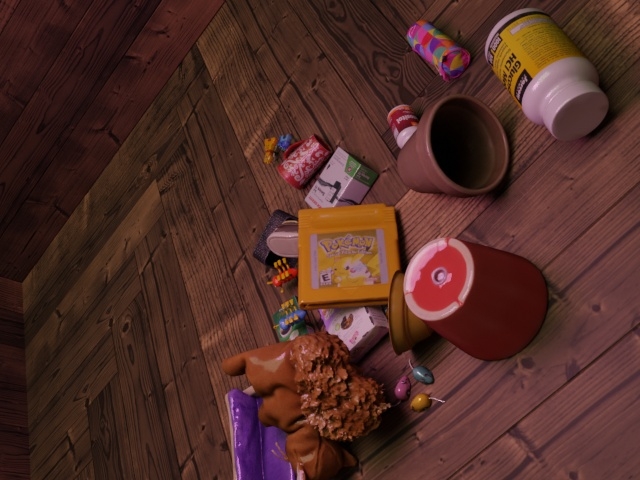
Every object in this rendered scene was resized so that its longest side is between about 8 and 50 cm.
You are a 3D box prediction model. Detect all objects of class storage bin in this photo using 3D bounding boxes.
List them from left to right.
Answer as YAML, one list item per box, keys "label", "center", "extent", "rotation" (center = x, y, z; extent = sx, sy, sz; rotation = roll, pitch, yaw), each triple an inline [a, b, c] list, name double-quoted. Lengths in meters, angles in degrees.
- label: "storage bin"
  center: [-0.123, 0.004, 2.300]
  extent: [0.084, 0.122, 0.180]
  rotation: [33, 96, 50]

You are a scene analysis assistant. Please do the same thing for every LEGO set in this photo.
- label: "LEGO set"
  center: [-0.147, -0.313, 2.515]
  extent: [0.227, 0.087, 0.093]
  rotation: [-1, 70, 49]

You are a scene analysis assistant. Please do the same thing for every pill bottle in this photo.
- label: "pill bottle"
  center: [0.256, -0.320, 2.069]
  extent: [0.086, 0.086, 0.152]
  rotation: [-41, 46, 27]
- label: "pill bottle"
  center: [0.546, -0.399, 1.705]
  extent: [0.188, 0.188, 0.334]
  rotation: [-43, 44, 25]

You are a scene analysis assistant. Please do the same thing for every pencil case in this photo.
- label: "pencil case"
  center: [0.345, -0.566, 2.088]
  extent: [0.104, 0.104, 0.236]
  rotation: [-49, 40, 19]

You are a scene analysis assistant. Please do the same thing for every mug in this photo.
- label: "mug"
  center: [-0.060, -0.281, 2.372]
  extent: [0.169, 0.113, 0.150]
  rotation: [-44, 76, 19]

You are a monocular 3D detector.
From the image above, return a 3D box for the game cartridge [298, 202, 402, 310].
- label: "game cartridge"
  center: [0.078, 0.038, 1.969]
  extent: [0.285, 0.052, 0.323]
  rotation: [-5, 56, 4]

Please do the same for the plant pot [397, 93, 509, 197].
- label: "plant pot"
  center: [0.323, -0.219, 1.851]
  extent: [0.229, 0.263, 0.263]
  rotation: [-25, 52, 61]

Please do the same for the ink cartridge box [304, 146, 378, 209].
- label: "ink cartridge box"
  center: [0.062, -0.164, 2.205]
  extent: [0.208, 0.087, 0.153]
  rotation: [-57, 39, 11]

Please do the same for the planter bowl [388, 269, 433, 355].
- label: "planter bowl"
  center: [0.240, 0.182, 1.776]
  extent: [0.090, 0.217, 0.217]
  rotation: [-1, 68, 19]

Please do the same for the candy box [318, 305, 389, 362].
- label: "candy box"
  center: [0.091, 0.216, 1.973]
  extent: [0.165, 0.070, 0.196]
  rotation: [-49, 46, 29]

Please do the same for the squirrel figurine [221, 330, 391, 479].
- label: "squirrel figurine"
  center: [-0.020, 0.434, 1.811]
  extent: [0.397, 0.281, 0.370]
  rotation: [-28, 73, 49]

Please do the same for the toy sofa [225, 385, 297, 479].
- label: "toy sofa"
  center: [-0.148, 0.572, 1.999]
  extent: [0.150, 0.177, 0.362]
  rotation: [-35, 47, 32]

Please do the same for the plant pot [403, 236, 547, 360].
- label: "plant pot"
  center: [0.341, 0.120, 1.629]
  extent: [0.275, 0.243, 0.275]
  rotation: [-25, 53, 39]

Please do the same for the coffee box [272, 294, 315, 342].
- label: "coffee box"
  center: [-0.079, 0.272, 2.180]
  extent: [0.113, 0.040, 0.184]
  rotation: [-46, 43, 21]

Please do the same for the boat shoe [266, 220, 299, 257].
- label: "boat shoe"
  center: [0.000, 0.000, 2.131]
  extent: [0.324, 0.116, 0.096]
  rotation: [5, 42, 24]

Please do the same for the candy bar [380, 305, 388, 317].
- label: "candy bar"
  center: [0.143, 0.187, 1.993]
  extent: [0.161, 0.018, 0.040]
  rotation: [11, 80, 51]

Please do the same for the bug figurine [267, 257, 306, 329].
- label: "bug figurine"
  center: [-0.056, 0.152, 2.147]
  extent: [0.216, 0.072, 0.279]
  rotation: [-26, 39, 11]

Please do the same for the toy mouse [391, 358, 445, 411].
- label: "toy mouse"
  center: [0.232, 0.364, 1.793]
  extent: [0.161, 0.031, 0.143]
  rotation: [-31, 50, 35]
